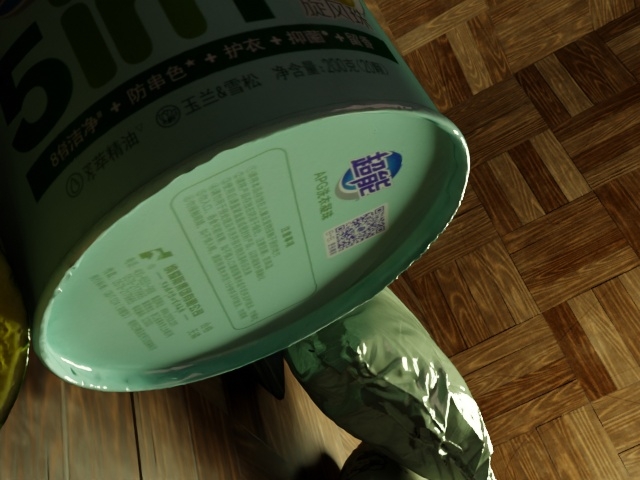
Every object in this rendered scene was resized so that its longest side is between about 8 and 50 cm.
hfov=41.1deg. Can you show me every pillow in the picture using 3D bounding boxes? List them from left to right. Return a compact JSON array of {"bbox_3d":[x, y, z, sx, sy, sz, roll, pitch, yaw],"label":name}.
[{"bbox_3d":[0.061,0.138,0.953,0.283,0.138,0.310,46,2,-27],"label":"pillow"}]

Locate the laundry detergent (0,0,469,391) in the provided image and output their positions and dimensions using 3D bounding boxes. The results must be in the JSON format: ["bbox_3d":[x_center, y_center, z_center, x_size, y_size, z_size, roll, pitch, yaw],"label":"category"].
[{"bbox_3d":[-0.099,-0.100,0.583,0.305,0.287,0.287,61,8,24],"label":"laundry detergent"}]

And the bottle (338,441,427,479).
[{"bbox_3d":[0.073,0.289,0.969,0.109,0.110,0.233,62,11,-4],"label":"bottle"}]

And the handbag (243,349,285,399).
[{"bbox_3d":[-0.106,0.016,0.853,0.254,0.089,0.211,63,0,-28],"label":"handbag"}]

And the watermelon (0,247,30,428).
[{"bbox_3d":[-0.198,0.020,0.410,0.181,0.075,0.092,56,15,-39],"label":"watermelon"}]
